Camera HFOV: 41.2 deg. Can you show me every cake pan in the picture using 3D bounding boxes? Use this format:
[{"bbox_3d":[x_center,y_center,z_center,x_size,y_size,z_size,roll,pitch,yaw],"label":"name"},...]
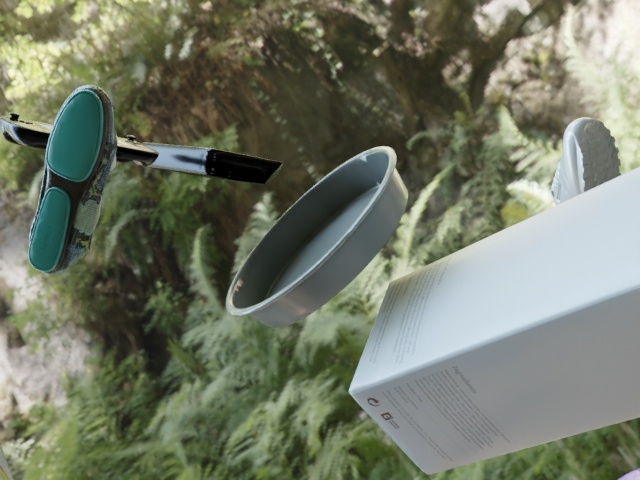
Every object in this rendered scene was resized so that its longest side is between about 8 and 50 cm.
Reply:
[{"bbox_3d":[0.000,0.000,1.089,0.293,0.054,0.293,-41,16,15],"label":"cake pan"}]

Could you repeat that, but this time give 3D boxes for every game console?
[{"bbox_3d":[-0.246,-0.123,1.167,0.361,0.213,0.044,7,-87,-38],"label":"game console"}]

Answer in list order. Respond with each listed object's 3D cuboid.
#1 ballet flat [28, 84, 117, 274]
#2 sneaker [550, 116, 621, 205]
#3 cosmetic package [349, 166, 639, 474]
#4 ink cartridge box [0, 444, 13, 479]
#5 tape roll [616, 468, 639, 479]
[{"bbox_3d":[-0.228,-0.058,0.807,0.070,0.070,0.188,-1,-60,-54],"label":"ballet flat"},{"bbox_3d":[0.361,-0.080,1.185,0.090,0.095,0.235,-46,-44,-17],"label":"sneaker"},{"bbox_3d":[0.227,0.087,0.884,0.365,0.155,0.197,-26,24,37],"label":"cosmetic package"},{"bbox_3d":[-0.292,0.192,0.604,0.128,0.176,0.127,-25,-26,-16],"label":"ink cartridge box"},{"bbox_3d":[0.434,0.379,1.045,0.189,0.189,0.080,-41,-2,14],"label":"tape roll"}]
